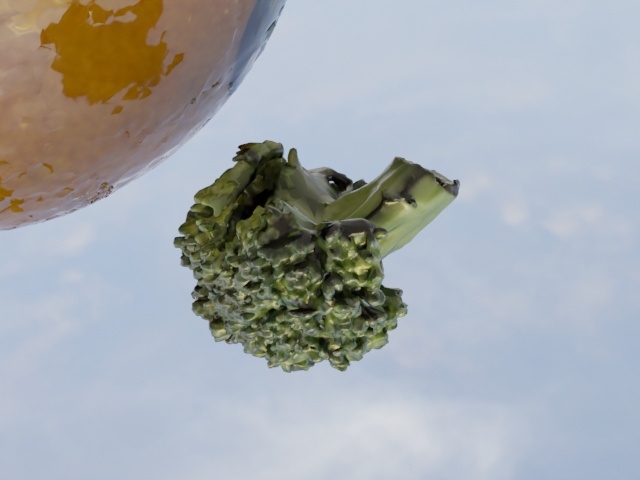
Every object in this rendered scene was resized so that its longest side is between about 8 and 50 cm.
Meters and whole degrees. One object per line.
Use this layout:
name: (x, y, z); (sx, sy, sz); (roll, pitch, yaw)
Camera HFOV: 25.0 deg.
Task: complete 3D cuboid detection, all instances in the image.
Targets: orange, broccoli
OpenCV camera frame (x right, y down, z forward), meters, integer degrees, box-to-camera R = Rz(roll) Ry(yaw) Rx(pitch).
orange: (-0.136, -0.140, 0.536); (0.274, 0.274, 0.274); (-8, -144, 6)
broccoli: (0.000, 0.000, 0.456); (0.092, 0.097, 0.095); (-41, -123, 2)
